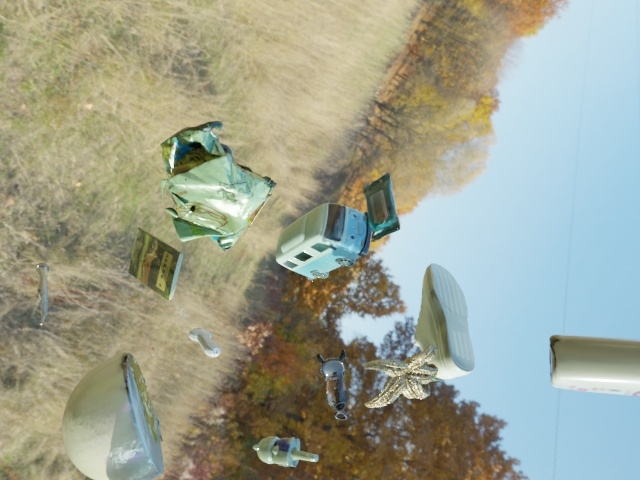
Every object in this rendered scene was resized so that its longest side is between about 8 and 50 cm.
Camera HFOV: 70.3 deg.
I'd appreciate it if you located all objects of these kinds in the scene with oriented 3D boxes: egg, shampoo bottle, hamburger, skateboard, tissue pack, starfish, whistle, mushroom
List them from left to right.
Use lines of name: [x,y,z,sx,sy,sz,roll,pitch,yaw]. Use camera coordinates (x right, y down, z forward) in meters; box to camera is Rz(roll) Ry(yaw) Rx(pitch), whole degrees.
mushroom: [-0.820,0.137,1.341,0.306,0.043,0.068,40,-35,51]
egg: [-0.510,0.450,1.101,0.201,0.337,0.337,-20,166,-17]
hamburger: [-0.257,-0.105,0.997,0.260,0.276,0.150,-31,-159,40]
whistle: [-0.122,0.713,1.539,0.110,0.244,0.092,52,41,-50]
skateboard: [0.036,0.325,1.009,0.080,0.067,0.151,-111,-169,-73]
tissue pack: [0.132,-0.070,0.988,0.085,0.028,0.138,-29,-119,44]
starfish: [0.206,0.340,1.134,0.216,0.238,0.071,-60,-151,-5]
shampoo bottle: [0.441,0.165,0.565,0.153,0.284,0.071,40,55,-55]

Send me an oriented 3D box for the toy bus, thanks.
toy bus: [0.000,0.000,1.223,0.271,0.165,0.133,-30,-136,51]

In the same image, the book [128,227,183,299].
book: [-0.521,0.071,1.429,0.024,0.228,0.160,-1,112,-54]

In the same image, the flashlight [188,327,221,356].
flashlight: [-0.453,0.405,1.798,0.200,0.093,0.047,26,-80,51]

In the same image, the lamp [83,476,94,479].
lamp: [-0.643,0.717,1.336,0.105,0.105,0.105,-63,180,1]

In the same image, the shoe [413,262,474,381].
shoe: [0.351,0.252,1.382,0.160,0.132,0.363,-46,-146,42]
